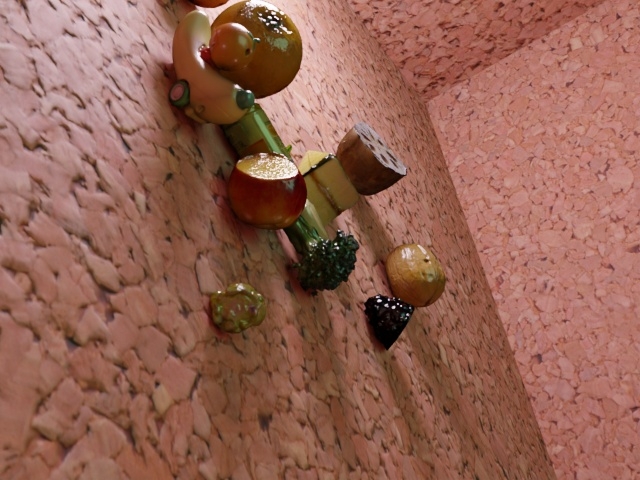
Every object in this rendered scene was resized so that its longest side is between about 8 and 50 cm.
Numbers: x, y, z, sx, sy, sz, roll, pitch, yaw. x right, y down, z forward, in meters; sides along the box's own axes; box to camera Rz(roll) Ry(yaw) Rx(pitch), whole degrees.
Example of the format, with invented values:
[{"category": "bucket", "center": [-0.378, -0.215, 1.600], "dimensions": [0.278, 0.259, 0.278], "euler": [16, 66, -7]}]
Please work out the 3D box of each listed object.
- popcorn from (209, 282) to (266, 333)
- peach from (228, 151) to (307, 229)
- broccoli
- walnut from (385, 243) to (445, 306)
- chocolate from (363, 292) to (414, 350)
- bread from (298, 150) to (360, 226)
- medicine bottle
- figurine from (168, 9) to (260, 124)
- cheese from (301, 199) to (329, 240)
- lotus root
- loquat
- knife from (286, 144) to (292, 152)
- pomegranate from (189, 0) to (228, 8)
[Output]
[{"category": "popcorn", "center": [-0.160, 0.130, 1.386], "dimensions": [0.089, 0.109, 0.096], "euler": [-142, -126, -68]}, {"category": "peach", "center": [-0.120, -0.121, 1.638], "dimensions": [0.190, 0.190, 0.192], "euler": [15, 70, -62]}, {"category": "broccoli", "center": [-0.015, 0.001, 1.811], "dimensions": [0.275, 0.177, 0.198], "euler": [54, 15, 24]}, {"category": "walnut", "center": [0.316, 0.114, 2.352], "dimensions": [0.193, 0.193, 0.225], "euler": [37, 33, -48]}, {"category": "chocolate", "center": [0.183, 0.216, 2.051], "dimensions": [0.133, 0.156, 0.156], "euler": [35, 22, 5]}, {"category": "bread", "center": [-0.018, -0.156, 2.107], "dimensions": [0.167, 0.163, 0.264], "euler": [54, -8, -17]}, {"category": "medicine bottle", "center": [-0.154, -0.232, 1.785], "dimensions": [0.239, 0.124, 0.124], "euler": [58, 22, -5]}, {"category": "figurine", "center": [-0.246, -0.413, 1.646], "dimensions": [0.124, 0.222, 0.324], "euler": [23, 45, -55]}, {"category": "cheese", "center": [0.000, 0.000, 1.946], "dimensions": [0.255, 0.050, 0.127], "euler": [61, 7, -21]}, {"category": "lotus root", "center": [0.151, -0.268, 2.424], "dimensions": [0.272, 0.192, 0.272], "euler": [38, 30, -27]}, {"category": "loquat", "center": [-0.174, -0.512, 1.885], "dimensions": [0.263, 0.263, 0.263], "euler": [48, 26, -33]}, {"category": "knife", "center": [-0.107, -0.250, 2.039], "dimensions": [0.184, 0.026, 0.022], "euler": [-61, 160, -67]}, {"category": "pomegranate", "center": [-0.310, -0.735, 1.936], "dimensions": [0.191, 0.191, 0.191], "euler": [48, 26, -33]}]
